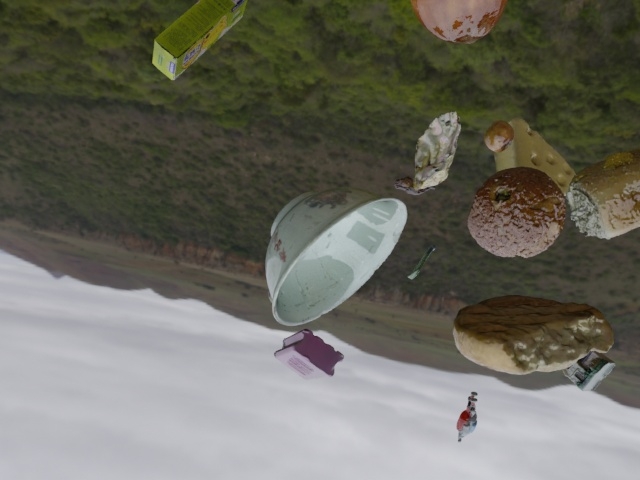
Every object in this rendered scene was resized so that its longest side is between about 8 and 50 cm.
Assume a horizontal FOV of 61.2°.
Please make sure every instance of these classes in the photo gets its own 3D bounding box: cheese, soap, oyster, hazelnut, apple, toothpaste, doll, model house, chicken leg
[{"bbox_3d":[0.837,-0.261,2.093,0.384,0.383,0.104,12,158,-24],"label":"cheese"},{"bbox_3d":[-0.033,0.285,1.336,0.122,0.065,0.203,36,157,-4],"label":"soap"},{"bbox_3d":[0.316,-0.234,1.425,0.072,0.208,0.133,18,173,-40],"label":"oyster"},{"bbox_3d":[0.257,-0.443,0.959,0.182,0.182,0.182,9,173,1],"label":"hazelnut"},{"bbox_3d":[0.488,-0.286,1.485,0.071,0.084,0.084,41,-173,24],"label":"apple"},{"bbox_3d":[-0.323,-0.584,1.478,0.077,0.327,0.110,40,156,-7],"label":"toothpaste"},{"bbox_3d":[0.313,0.377,1.146,0.039,0.114,0.057,6,-165,-21],"label":"doll"},{"bbox_3d":[0.687,0.322,1.412,0.088,0.100,0.100,12,-153,-41],"label":"model house"},{"bbox_3d":[0.333,-0.190,1.921,0.145,0.062,0.037,16,-157,-4],"label":"chicken leg"}]

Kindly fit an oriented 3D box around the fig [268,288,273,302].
[{"bbox_3d":[-0.081,0.162,1.645,0.156,0.123,0.123,33,166,-17],"label":"fig"}]

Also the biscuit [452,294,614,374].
[{"bbox_3d":[0.361,0.165,0.966,0.274,0.091,0.213,-8,-170,-20],"label":"biscuit"}]

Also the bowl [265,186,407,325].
[{"bbox_3d":[0.000,0.000,1.393,0.196,0.434,0.435,47,-169,26],"label":"bowl"}]

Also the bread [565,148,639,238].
[{"bbox_3d":[0.711,-0.118,1.297,0.247,0.176,0.195,-25,180,8],"label":"bread"}]

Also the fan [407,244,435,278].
[{"bbox_3d":[0.269,0.051,1.406,0.016,0.038,0.193,47,-146,2],"label":"fan"}]

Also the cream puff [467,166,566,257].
[{"bbox_3d":[0.605,-0.072,1.623,0.303,0.303,0.212,15,-159,-39],"label":"cream puff"}]
